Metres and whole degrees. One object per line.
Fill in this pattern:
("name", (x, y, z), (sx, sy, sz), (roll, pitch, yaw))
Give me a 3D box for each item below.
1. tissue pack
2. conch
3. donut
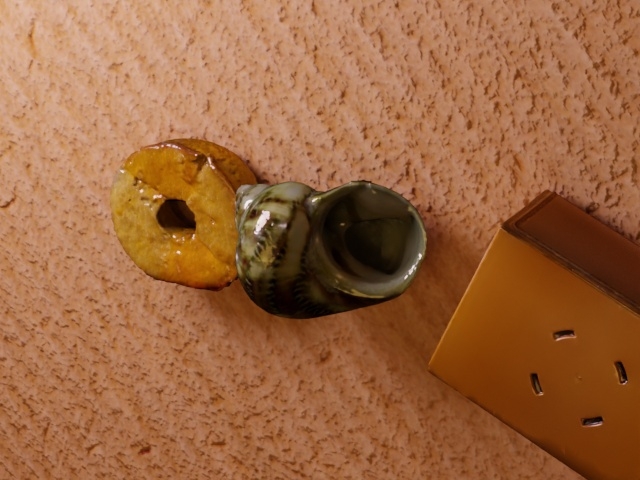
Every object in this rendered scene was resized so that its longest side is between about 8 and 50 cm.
("tissue pack", (0.278, 0.105, 1.824), (0.274, 0.145, 0.194), (34, 125, 13))
("conch", (-0.001, -0.001, 1.943), (0.181, 0.124, 0.187), (37, 99, -18))
("donut", (-0.139, -0.033, 2.056), (0.190, 0.074, 0.174), (-12, 105, 38))
